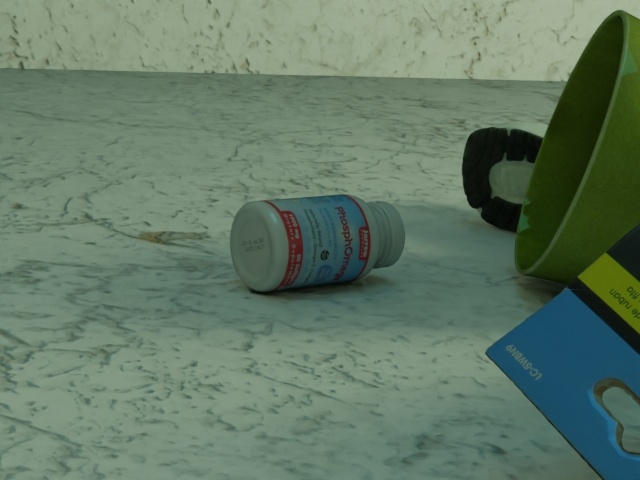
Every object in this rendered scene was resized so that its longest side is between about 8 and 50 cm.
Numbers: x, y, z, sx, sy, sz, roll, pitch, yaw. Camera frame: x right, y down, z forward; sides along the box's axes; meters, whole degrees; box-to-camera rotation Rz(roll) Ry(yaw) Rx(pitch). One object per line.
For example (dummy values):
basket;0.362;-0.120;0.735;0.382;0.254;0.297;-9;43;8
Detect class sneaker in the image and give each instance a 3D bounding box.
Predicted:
sneaker;0.377;-0.084;1.605;0.410;0.158;0.182;14;28;33

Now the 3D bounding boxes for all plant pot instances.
plant pot;0.379;-0.048;1.365;0.293;0.275;0.275;19;13;-2

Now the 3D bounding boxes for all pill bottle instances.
pill bottle;0.000;0.000;1.339;0.160;0.087;0.087;-6;17;-35

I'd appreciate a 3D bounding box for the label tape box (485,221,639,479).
label tape box;0.310;0.056;0.862;0.240;0.334;0.106;49;-2;43
